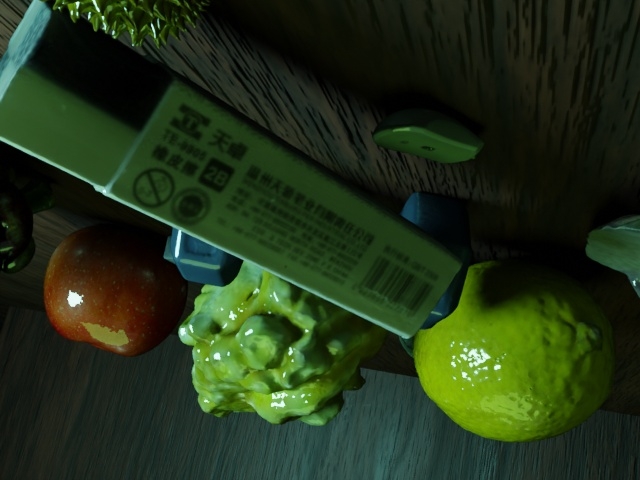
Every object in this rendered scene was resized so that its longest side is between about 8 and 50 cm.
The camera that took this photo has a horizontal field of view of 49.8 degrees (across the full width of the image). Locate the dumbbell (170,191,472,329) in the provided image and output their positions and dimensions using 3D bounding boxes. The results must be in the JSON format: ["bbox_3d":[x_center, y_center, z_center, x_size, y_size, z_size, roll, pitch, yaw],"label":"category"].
[{"bbox_3d":[0.000,0.000,0.783,0.325,0.144,0.160,13,161,0],"label":"dumbbell"}]

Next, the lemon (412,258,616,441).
[{"bbox_3d":[0.253,0.145,0.921,0.268,0.267,0.267,11,165,3],"label":"lemon"}]

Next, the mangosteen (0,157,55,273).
[{"bbox_3d":[-0.537,-0.005,0.911,0.314,0.296,0.297,4,164,5],"label":"mangosteen"}]

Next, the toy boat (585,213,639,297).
[{"bbox_3d":[0.385,0.038,0.680,0.294,0.111,0.276,36,177,-30],"label":"toy boat"}]

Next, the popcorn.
[{"bbox_3d":[-0.058,0.123,1.002,0.275,0.278,0.335,13,160,-15],"label":"popcorn"}]

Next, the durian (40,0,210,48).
[{"bbox_3d":[-0.129,-0.165,0.381,0.147,0.102,0.208,30,166,-26],"label":"durian"}]

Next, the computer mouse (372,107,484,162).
[{"bbox_3d":[0.095,-0.092,0.592,0.110,0.032,0.056,10,167,-33],"label":"computer mouse"}]

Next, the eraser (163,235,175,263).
[{"bbox_3d":[-0.161,0.031,1.191,0.213,0.046,0.092,4,162,29],"label":"eraser"}]

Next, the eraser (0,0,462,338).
[{"bbox_3d":[-0.056,-0.039,0.562,0.404,0.098,0.096,29,-171,-34],"label":"eraser"}]

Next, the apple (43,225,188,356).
[{"bbox_3d":[-0.379,0.095,1.277,0.261,0.216,0.260,14,166,4],"label":"apple"}]

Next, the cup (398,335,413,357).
[{"bbox_3d":[0.223,0.157,1.261,0.141,0.119,0.120,4,170,-27],"label":"cup"}]
